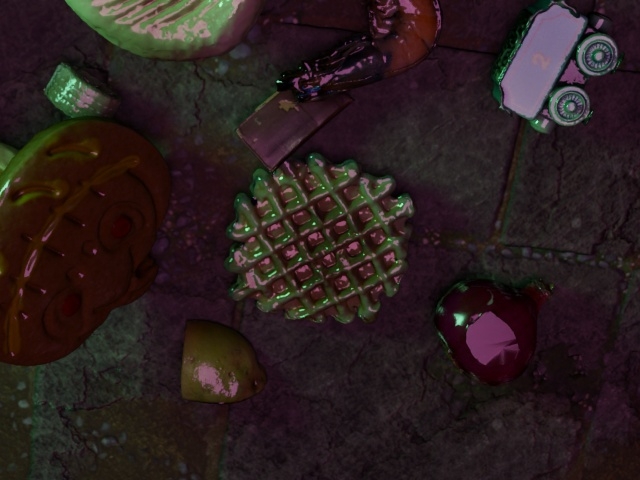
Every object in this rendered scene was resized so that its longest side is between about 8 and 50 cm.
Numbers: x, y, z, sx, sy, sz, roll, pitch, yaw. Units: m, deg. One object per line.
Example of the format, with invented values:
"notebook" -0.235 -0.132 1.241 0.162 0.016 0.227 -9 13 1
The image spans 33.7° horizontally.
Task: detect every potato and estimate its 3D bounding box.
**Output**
"potato" -0.160 0.203 1.764 0.149 0.081 0.120 0 112 -7

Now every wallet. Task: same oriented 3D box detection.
"wallet" -0.041 -0.195 1.643 0.176 0.026 0.095 -43 98 -5

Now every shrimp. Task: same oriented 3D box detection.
"shrimp" 0.042 -0.333 1.599 0.290 0.054 0.222 -29 108 -6

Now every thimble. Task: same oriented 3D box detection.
"thimble" -0.358 -0.217 1.585 0.110 0.084 0.062 35 101 -4

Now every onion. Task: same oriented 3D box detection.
"onion" 0.309 0.141 1.780 0.218 0.140 0.195 -31 104 1

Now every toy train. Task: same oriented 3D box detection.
"toy train" 0.361 -0.274 1.645 0.163 0.112 0.203 24 104 -8

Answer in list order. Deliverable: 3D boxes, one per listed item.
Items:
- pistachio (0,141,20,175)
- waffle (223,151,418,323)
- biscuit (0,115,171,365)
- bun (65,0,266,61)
"pistachio" -0.494 -0.071 1.596 0.229 0.157 0.157 31 103 -13
"waffle" 0.000 0.000 1.722 0.309 0.056 0.292 12 108 -8
"biscuit" -0.363 0.011 1.578 0.350 0.070 0.394 29 88 -51
"bun" -0.200 -0.429 1.452 0.349 0.227 0.352 -33 108 5
